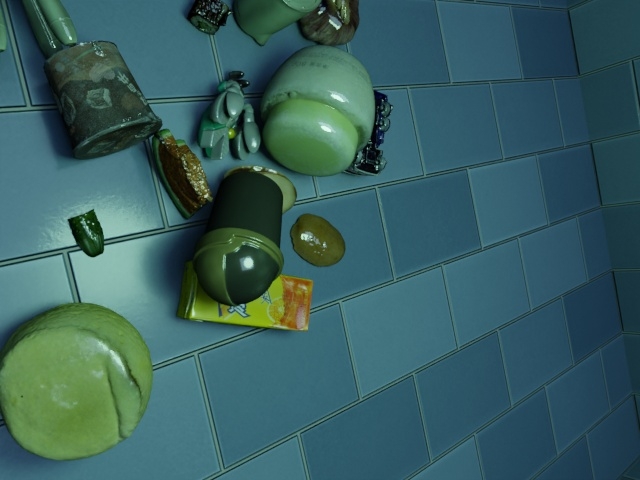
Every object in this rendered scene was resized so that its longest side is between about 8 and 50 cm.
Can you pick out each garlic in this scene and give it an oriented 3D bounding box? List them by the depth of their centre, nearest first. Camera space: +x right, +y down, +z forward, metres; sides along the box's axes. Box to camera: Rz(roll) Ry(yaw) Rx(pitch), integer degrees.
[{"bbox_3d":[0.031,-0.728,1.627,0.244,0.160,0.245,4,83,-34],"label":"garlic"}]

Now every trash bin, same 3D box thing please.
[{"bbox_3d":[-0.189,0.006,1.275,0.214,0.214,0.334,35,40,-28],"label":"trash bin"}]

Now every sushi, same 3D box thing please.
[{"bbox_3d":[-0.303,-0.618,1.419,0.094,0.098,0.085,27,73,-33],"label":"sushi"}]

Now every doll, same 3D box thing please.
[{"bbox_3d":[-0.244,-0.344,1.404,0.195,0.153,0.259,2,89,-63],"label":"doll"}]

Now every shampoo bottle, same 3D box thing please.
[{"bbox_3d":[-0.005,-0.368,1.476,0.322,0.322,0.318,27,66,-31],"label":"shampoo bottle"}]

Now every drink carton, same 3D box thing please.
[{"bbox_3d":[-0.198,0.157,1.425,0.351,0.111,0.155,13,77,-34],"label":"drink carton"}]

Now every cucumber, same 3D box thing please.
[{"bbox_3d":[-0.545,-0.014,1.240,0.067,0.035,0.108,-28,104,-35],"label":"cucumber"}]

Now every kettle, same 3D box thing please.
[{"bbox_3d":[-0.133,-0.698,1.449,0.165,0.255,0.241,-18,99,-32],"label":"kettle"}]

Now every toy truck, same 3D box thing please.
[{"bbox_3d":[0.128,-0.338,1.674,0.124,0.155,0.268,10,83,-34],"label":"toy truck"}]

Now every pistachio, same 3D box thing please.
[{"bbox_3d":[-0.164,-0.139,1.459,0.215,0.143,0.144,14,79,-36],"label":"pistachio"}]

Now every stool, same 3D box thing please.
[{"bbox_3d":[-0.648,-0.484,1.105,0.195,0.195,0.199,-21,100,-35],"label":"stool"}]

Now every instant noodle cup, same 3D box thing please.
[{"bbox_3d":[-0.501,-0.320,1.196,0.217,0.217,0.208,-27,95,-34],"label":"instant noodle cup"}]

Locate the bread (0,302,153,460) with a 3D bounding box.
[{"bbox_3d":[-0.516,0.295,1.124,0.320,0.237,0.321,0,90,-21],"label":"bread"}]

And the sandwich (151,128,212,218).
[{"bbox_3d":[-0.338,-0.173,1.316,0.079,0.159,0.235,-39,114,-33],"label":"sandwich"}]

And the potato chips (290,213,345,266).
[{"bbox_3d":[0.000,0.000,1.619,0.201,0.049,0.150,34,62,-22],"label":"potato chips"}]
